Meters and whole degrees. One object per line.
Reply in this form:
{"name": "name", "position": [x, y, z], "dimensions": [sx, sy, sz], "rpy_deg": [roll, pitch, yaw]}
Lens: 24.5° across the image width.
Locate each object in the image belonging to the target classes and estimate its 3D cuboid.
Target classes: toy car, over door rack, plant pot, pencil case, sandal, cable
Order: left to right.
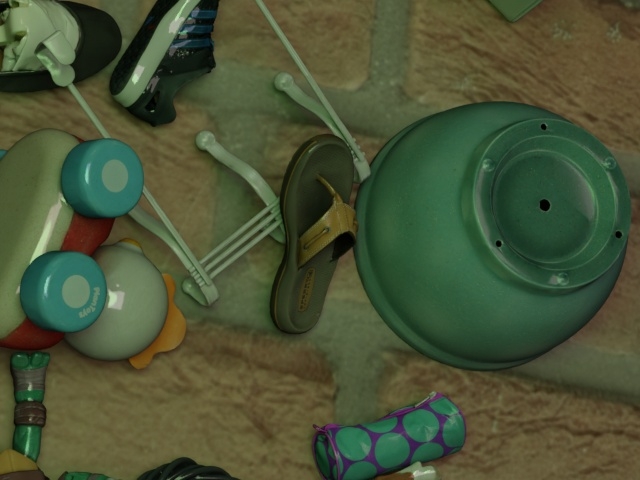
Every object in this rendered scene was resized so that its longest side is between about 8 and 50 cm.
{"name": "toy car", "position": [-0.217, 0.028, 1.420], "dimensions": [0.238, 0.219, 0.210], "rpy_deg": [31, 68, -40]}
{"name": "over door rack", "position": [-0.115, -0.131, 1.475], "dimensions": [0.239, 0.108, 0.324], "rpy_deg": [-40, 118, -20]}
{"name": "cable", "position": [-0.112, 0.301, 1.456], "dimensions": [0.184, 0.047, 0.150], "rpy_deg": [24, 68, -9]}
{"name": "sandal", "position": [0.000, 0.000, 1.482], "dimensions": [0.090, 0.060, 0.219], "rpy_deg": [-6, 115, -45]}
{"name": "pencil case", "position": [0.070, 0.203, 1.517], "dimensions": [0.152, 0.064, 0.070], "rpy_deg": [-15, 100, -20]}
{"name": "plant pot", "position": [0.201, -0.020, 1.533], "dimensions": [0.293, 0.196, 0.293], "rpy_deg": [3, 78, -16]}

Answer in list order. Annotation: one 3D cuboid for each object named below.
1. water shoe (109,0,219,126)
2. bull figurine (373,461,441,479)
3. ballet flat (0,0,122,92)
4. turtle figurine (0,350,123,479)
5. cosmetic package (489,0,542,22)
{"name": "water shoe", "position": [-0.142, -0.211, 1.541], "dimensions": [0.080, 0.073, 0.203], "rpy_deg": [41, 74, -28]}
{"name": "bull figurine", "position": [0.091, 0.378, 1.472], "dimensions": [0.188, 0.101, 0.310], "rpy_deg": [-31, 92, -24]}
{"name": "ballet flat", "position": [-0.327, -0.193, 1.454], "dimensions": [0.280, 0.096, 0.095], "rpy_deg": [-10, 82, -19]}
{"name": "turtle figurine", "position": [-0.286, 0.226, 1.374], "dimensions": [0.175, 0.118, 0.234], "rpy_deg": [-2, 62, -35]}
{"name": "cosmetic package", "position": [0.230, -0.517, 1.571], "dimensions": [0.393, 0.327, 0.329], "rpy_deg": [46, 70, -4]}
